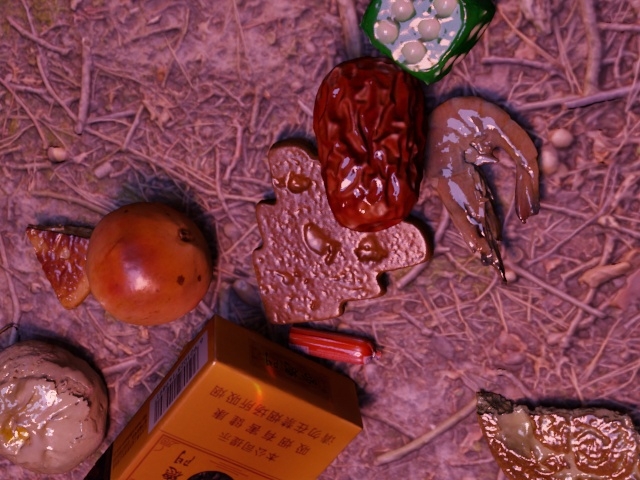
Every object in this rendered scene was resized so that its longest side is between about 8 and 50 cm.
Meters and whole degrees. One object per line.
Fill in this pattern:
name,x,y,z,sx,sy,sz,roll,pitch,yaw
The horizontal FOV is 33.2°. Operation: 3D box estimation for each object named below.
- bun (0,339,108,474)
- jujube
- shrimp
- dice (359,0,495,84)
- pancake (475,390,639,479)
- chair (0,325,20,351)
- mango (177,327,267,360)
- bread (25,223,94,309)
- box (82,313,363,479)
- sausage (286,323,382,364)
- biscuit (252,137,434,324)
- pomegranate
bun,-0.464,0.283,1.759,0.239,0.141,0.239,4,113,8
jujube,0.067,-0.125,1.402,0.155,0.155,0.230,-13,70,25
shrimp,0.230,-0.076,1.433,0.145,0.059,0.254,-30,87,17
dice,0.137,-0.285,1.374,0.131,0.120,0.128,42,115,5
pancake,0.378,0.311,1.487,0.377,0.054,0.197,33,116,8
chair,-0.618,0.065,1.766,0.160,0.170,0.325,-6,96,20
mango,-0.154,0.189,1.644,0.115,0.089,0.165,47,114,0
bread,-0.385,0.020,1.710,0.136,0.054,0.154,-23,101,27
box,-0.161,0.329,1.612,0.264,0.115,0.415,28,117,-25
sausage,0.022,0.155,1.589,0.146,0.048,0.050,8,74,19
biscuit,0.001,0.000,1.551,0.278,0.043,0.301,40,114,6
pomegranate,-0.257,0.035,1.597,0.191,0.191,0.191,6,107,21
